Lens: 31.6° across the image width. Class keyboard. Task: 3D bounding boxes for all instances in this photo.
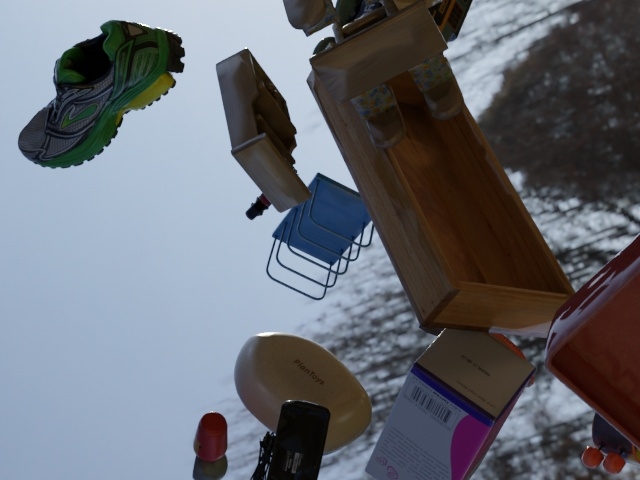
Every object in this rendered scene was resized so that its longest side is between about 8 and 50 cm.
[{"bbox_3d":[-0.047,0.319,1.674,0.038,0.100,0.192,-66,-11,-74],"label":"keyboard"}]

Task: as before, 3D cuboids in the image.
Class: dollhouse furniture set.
[{"bbox_3d":[0.022,-0.166,1.229,0.212,0.242,0.161,51,-162,-45],"label":"dollhouse furniture set"}]

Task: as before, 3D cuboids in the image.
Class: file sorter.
[{"bbox_3d":[0.000,0.000,1.807,0.118,0.170,0.104,26,-134,-13],"label":"file sorter"}]

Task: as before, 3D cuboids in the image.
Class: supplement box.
[{"bbox_3d":[0.148,0.213,1.331,0.111,0.220,0.114,34,-134,16],"label":"supplement box"}]

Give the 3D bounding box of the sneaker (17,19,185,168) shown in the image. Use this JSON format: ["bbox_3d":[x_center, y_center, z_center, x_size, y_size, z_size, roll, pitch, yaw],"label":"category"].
[{"bbox_3d":[-0.369,-0.235,1.746,0.146,0.343,0.134,18,-133,-43],"label":"sneaker"}]

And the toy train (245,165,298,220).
[{"bbox_3d":[-0.077,-0.072,1.744,0.027,0.158,0.036,47,-127,0],"label":"toy train"}]

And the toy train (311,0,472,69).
[{"bbox_3d":[0.115,-0.311,1.706,0.190,0.142,0.334,38,-112,-42],"label":"toy train"}]

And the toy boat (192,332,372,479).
[{"bbox_3d":[-0.088,0.293,1.913,0.318,0.148,0.267,-26,-126,-33],"label":"toy boat"}]

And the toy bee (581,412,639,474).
[{"bbox_3d":[0.337,0.166,1.164,0.162,0.195,0.298,-22,-93,-38],"label":"toy bee"}]

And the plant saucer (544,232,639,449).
[{"bbox_3d":[0.306,0.042,0.868,0.259,0.258,0.048,38,-170,-44],"label":"plant saucer"}]

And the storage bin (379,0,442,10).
[{"bbox_3d":[0.091,-0.456,1.384,0.260,0.262,0.123,38,-149,8],"label":"storage bin"}]

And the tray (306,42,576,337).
[{"bbox_3d":[0.141,-0.066,1.391,0.202,0.076,0.411,8,-137,-35],"label":"tray"}]

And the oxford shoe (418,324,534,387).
[{"bbox_3d":[0.250,0.175,1.831,0.271,0.098,0.097,45,174,-32],"label":"oxford shoe"}]
